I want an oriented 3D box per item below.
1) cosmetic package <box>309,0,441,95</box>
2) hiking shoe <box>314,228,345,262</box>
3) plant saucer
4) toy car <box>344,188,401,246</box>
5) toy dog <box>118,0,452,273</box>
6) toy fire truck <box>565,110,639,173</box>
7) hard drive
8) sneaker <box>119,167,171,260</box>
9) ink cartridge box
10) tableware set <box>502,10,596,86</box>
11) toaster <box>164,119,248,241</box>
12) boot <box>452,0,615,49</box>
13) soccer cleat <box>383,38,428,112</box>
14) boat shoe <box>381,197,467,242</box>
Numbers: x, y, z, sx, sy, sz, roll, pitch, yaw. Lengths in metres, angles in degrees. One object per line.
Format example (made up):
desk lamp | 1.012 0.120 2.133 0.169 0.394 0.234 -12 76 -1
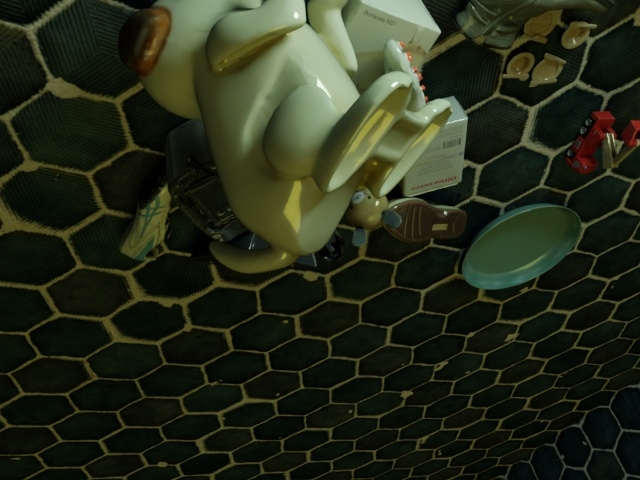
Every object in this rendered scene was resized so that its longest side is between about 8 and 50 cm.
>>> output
cosmetic package | 0.039 -0.268 1.108 0.160 0.113 0.309 8 135 -30
hiking shoe | 0.000 0.000 1.360 0.086 0.114 0.227 -29 172 3
plant saucer | 0.501 0.011 1.687 0.317 0.044 0.318 -12 140 -10
toy car | 0.079 -0.078 1.289 0.155 0.188 0.149 -29 141 13
toy dog | -0.081 -0.199 0.932 0.395 0.408 0.284 -53 162 26
toy fire truck | 0.601 -0.199 1.401 0.047 0.135 0.192 -4 139 -18
hard drive | -0.139 0.025 1.335 0.171 0.054 0.254 13 168 -33
sneaker | -0.309 -0.046 1.249 0.086 0.085 0.237 17 137 -21
ink cartridge box | 0.212 -0.182 1.312 0.127 0.072 0.175 -15 142 -6
tableware set | 0.417 -0.354 1.233 0.141 0.020 0.169 0 137 -23
toaster | -0.191 -0.114 1.168 0.129 0.147 0.227 -28 142 10
boot | 0.356 -0.394 1.127 0.246 0.084 0.161 9 140 -21
soccer cleat | 0.126 -0.231 1.048 0.076 0.068 0.196 -24 145 10
boat shoe | 0.203 -0.047 1.434 0.257 0.095 0.095 8 103 -44
